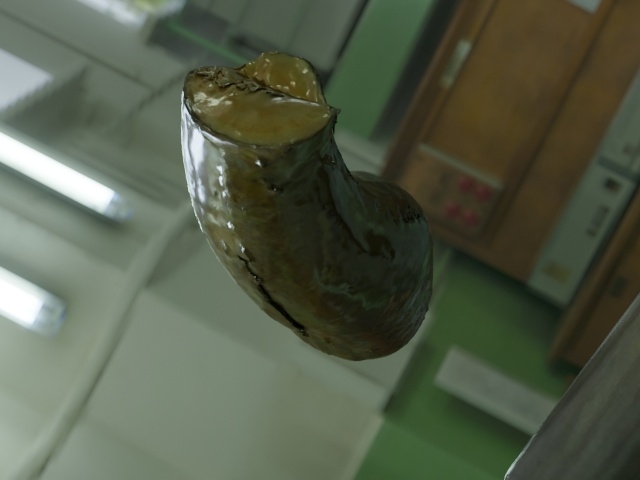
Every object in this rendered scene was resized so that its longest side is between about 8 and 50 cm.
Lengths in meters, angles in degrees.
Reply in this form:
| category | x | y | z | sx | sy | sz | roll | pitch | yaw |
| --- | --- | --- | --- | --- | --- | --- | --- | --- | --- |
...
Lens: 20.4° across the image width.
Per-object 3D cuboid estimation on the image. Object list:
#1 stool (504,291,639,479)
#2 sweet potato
| category | x | y | z | sx | sy | sz | roll | pitch | yaw |
| --- | --- | --- | --- | --- | --- | --- | --- | --- | --- |
| stool | 0.253 | 0.017 | 0.620 | 0.310 | 0.310 | 0.226 | -31 | -39 | -62 |
| sweet potato | 0.006 | -0.003 | 0.819 | 0.085 | 0.112 | 0.286 | -27 | -17 | 7 |
